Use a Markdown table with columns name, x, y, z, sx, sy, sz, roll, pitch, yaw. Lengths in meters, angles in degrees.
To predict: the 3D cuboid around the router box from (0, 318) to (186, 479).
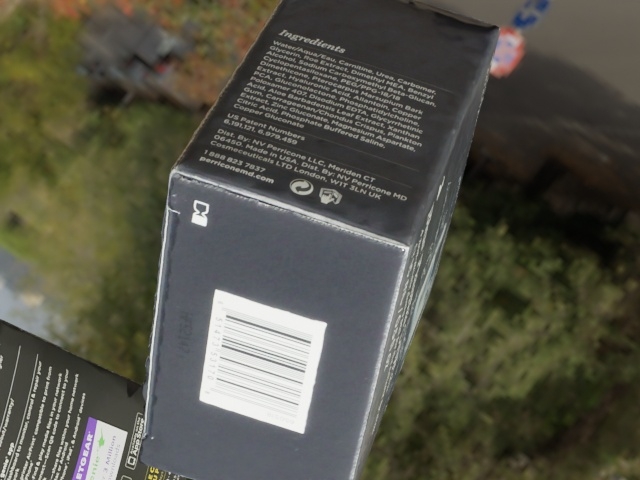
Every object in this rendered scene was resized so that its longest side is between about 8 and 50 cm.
| name | x | y | z | sx | sy | sz | roll | pitch | yaw |
| --- | --- | --- | --- | --- | --- | --- | --- | --- | --- |
| router box | -0.244 | 0.060 | 0.697 | 0.309 | 0.081 | 0.243 | 7 | 165 | 28 |

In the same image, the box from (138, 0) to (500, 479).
| name | x | y | z | sx | sy | sz | roll | pitch | yaw |
| --- | --- | --- | --- | --- | --- | --- | --- | --- | --- |
| box | 0.000 | 0.000 | 0.656 | 0.093 | 0.158 | 0.156 | 17 | 131 | 7 |
